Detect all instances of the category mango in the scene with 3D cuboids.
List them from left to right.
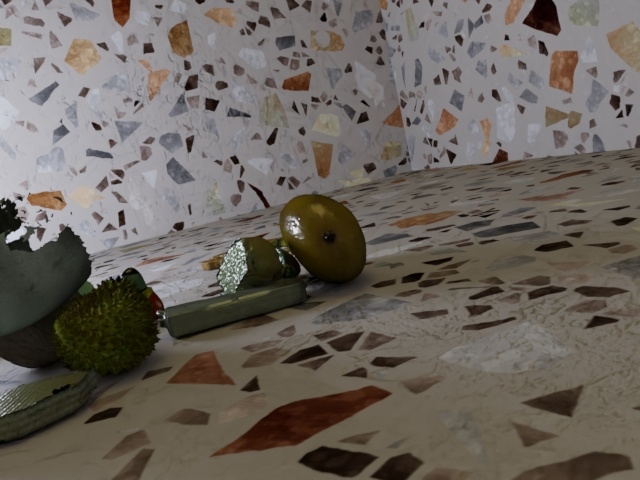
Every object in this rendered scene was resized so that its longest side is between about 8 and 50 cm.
[{"bbox_3d":[-0.004,-0.006,1.319,0.142,0.195,0.332,-39,11,-10],"label":"mango"}]

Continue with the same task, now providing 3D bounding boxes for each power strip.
[{"bbox_3d":[-0.153,0.119,1.192,0.286,0.048,0.080,-15,11,-15],"label":"power strip"}]

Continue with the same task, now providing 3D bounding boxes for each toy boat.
[{"bbox_3d":[-0.114,0.054,1.409,0.088,0.088,0.229,0,9,-43],"label":"toy boat"}]

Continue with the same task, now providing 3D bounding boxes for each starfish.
[{"bbox_3d":[-0.125,0.027,1.757,0.130,0.041,0.133,0,11,1],"label":"starfish"}]

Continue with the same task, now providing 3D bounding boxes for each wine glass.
[{"bbox_3d":[-0.519,0.083,0.970,0.190,0.190,0.357,-4,34,46],"label":"wine glass"}]

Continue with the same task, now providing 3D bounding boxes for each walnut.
[{"bbox_3d":[-0.529,0.134,1.153,0.230,0.178,0.178,22,9,-1],"label":"walnut"}]

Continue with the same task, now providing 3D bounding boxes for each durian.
[{"bbox_3d":[-0.334,0.141,1.020,0.159,0.146,0.198,-29,4,-3],"label":"durian"}]

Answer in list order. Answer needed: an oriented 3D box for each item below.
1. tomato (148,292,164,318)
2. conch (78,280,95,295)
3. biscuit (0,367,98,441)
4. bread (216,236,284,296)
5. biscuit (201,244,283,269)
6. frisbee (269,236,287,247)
[{"bbox_3d":[-0.413,0.130,1.352,0.159,0.091,0.139,-14,7,8],"label":"tomato"},{"bbox_3d":[-0.568,0.162,1.361,0.144,0.137,0.250,14,31,3],"label":"conch"},{"bbox_3d":[-0.436,0.232,0.863,0.250,0.046,0.147,-14,7,-3],"label":"biscuit"},{"bbox_3d":[-0.134,0.060,1.287,0.110,0.103,0.156,-5,-28,-35],"label":"bread"},{"bbox_3d":[-0.220,0.044,1.844,0.236,0.040,0.144,-13,14,14],"label":"biscuit"},{"bbox_3d":[-0.053,-0.004,1.957,0.236,0.017,0.236,-12,8,2],"label":"frisbee"}]
